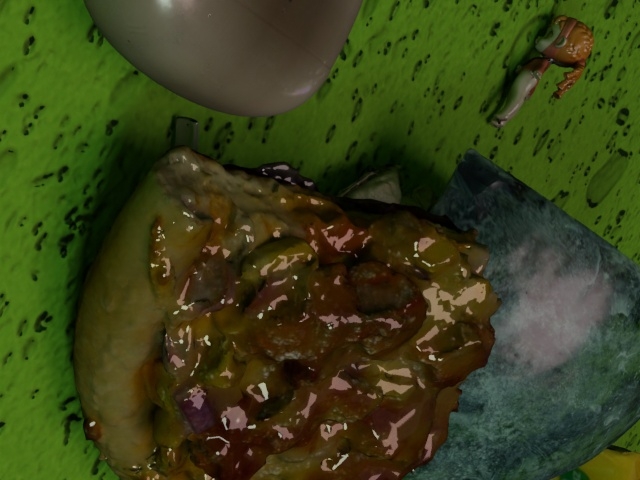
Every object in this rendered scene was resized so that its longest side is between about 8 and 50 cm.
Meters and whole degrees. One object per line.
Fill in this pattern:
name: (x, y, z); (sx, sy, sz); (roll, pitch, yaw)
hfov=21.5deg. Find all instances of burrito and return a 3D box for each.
burrito: (0.001, 0.002, 1.151); (0.229, 0.058, 0.063); (-29, 108, -37)

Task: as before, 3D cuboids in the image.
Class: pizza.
pizza: (-0.013, 0.085, 1.066); (0.277, 0.114, 0.409); (-20, 138, -8)

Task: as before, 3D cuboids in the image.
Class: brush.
brush: (-0.082, -0.039, 1.031); (0.013, 0.016, 0.084); (-44, 147, -51)

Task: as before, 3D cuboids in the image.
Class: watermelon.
watermelon: (0.110, 0.045, 1.265); (0.319, 0.214, 0.290); (-18, 126, -1)

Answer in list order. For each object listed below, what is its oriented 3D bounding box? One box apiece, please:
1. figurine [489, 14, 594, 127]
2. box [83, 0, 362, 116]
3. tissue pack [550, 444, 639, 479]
figurine: (0.174, -0.129, 1.328); (0.109, 0.047, 0.064); (-49, 176, -11)
box: (-0.049, -0.147, 0.929); (0.200, 0.088, 0.146); (28, 87, -58)
tissue pack: (0.206, 0.361, 1.486); (0.293, 0.228, 0.382); (21, 77, -57)
